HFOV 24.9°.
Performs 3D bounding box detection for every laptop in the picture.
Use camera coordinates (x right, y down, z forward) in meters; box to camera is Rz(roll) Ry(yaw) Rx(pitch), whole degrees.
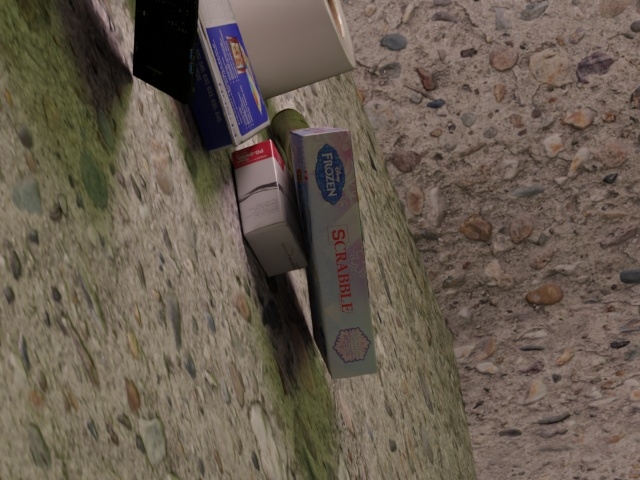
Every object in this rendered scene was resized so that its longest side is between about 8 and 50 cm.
[{"bbox_3d":[-0.212,-0.283,1.449,0.234,0.137,0.264,-145,-123,-66],"label":"laptop"}]

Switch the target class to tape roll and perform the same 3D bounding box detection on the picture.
[{"bbox_3d":[-0.059,-0.365,2.341,0.246,0.169,0.246,-19,90,-81],"label":"tape roll"}]

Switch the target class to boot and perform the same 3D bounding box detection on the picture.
[{"bbox_3d":[0.002,-0.106,2.354,0.213,0.077,0.165,53,4,-23],"label":"boot"}]

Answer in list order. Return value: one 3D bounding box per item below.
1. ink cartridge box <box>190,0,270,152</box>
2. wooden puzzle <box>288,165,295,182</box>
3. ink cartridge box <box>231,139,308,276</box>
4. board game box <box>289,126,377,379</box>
[{"bbox_3d":[-0.159,-0.270,1.879,0.307,0.072,0.303,-52,125,-77],"label":"ink cartridge box"},{"bbox_3d":[-0.031,-0.088,2.469,0.078,0.014,0.116,-91,161,-62],"label":"wooden puzzle"},{"bbox_3d":[-0.069,-0.042,1.972,0.109,0.063,0.150,63,14,-51],"label":"ink cartridge box"},{"bbox_3d":[0.014,0.005,1.991,0.318,0.066,0.318,-125,-152,-83],"label":"board game box"}]
